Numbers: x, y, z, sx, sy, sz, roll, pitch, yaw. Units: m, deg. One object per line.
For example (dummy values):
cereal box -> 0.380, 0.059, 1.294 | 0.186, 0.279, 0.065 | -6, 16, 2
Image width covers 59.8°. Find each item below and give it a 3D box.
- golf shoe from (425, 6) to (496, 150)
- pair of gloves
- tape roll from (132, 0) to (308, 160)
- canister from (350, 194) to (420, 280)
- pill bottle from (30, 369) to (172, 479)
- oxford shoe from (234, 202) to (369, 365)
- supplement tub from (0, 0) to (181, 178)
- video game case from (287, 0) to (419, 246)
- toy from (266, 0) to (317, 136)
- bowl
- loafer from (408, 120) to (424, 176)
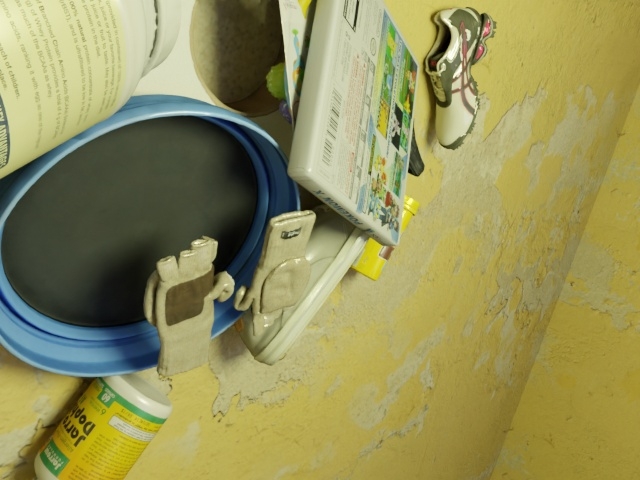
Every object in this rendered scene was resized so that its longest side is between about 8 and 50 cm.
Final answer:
golf shoe -> 0.253, -0.318, 1.106 | 0.120, 0.105, 0.273 | -4, 110, -28
pair of gloves -> -0.118, 0.065, 0.740 | 0.240, 0.042, 0.204 | -21, 135, -31
tape roll -> -0.100, -0.270, 0.734 | 0.392, 0.072, 0.392 | -27, 129, -38
canister -> 0.118, -0.011, 1.095 | 0.170, 0.073, 0.126 | -61, -178, 1
pill bottle -> -0.313, 0.287, 0.770 | 0.208, 0.117, 0.117 | -54, 141, -11
oxford shoe -> 0.000, 0.000, 0.954 | 0.449, 0.130, 0.169 | -52, 180, -15
supplement tub -> -0.285, -0.163, 0.415 | 0.325, 0.235, 0.236 | -50, 143, -42
video game case -> 0.065, -0.189, 0.796 | 0.300, 0.036, 0.329 | 32, 63, -57
toy -> -0.034, -0.220, 0.723 | 0.137, 0.056, 0.238 | -37, 129, -62
bowl -> -0.207, 0.002, 0.692 | 0.391, 0.077, 0.391 | -26, 140, -23
loafer -> 0.152, -0.202, 1.052 | 0.078, 0.076, 0.223 | -50, 137, -5
